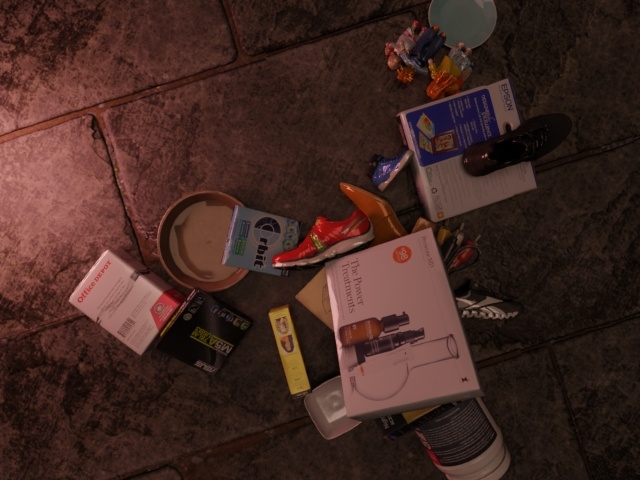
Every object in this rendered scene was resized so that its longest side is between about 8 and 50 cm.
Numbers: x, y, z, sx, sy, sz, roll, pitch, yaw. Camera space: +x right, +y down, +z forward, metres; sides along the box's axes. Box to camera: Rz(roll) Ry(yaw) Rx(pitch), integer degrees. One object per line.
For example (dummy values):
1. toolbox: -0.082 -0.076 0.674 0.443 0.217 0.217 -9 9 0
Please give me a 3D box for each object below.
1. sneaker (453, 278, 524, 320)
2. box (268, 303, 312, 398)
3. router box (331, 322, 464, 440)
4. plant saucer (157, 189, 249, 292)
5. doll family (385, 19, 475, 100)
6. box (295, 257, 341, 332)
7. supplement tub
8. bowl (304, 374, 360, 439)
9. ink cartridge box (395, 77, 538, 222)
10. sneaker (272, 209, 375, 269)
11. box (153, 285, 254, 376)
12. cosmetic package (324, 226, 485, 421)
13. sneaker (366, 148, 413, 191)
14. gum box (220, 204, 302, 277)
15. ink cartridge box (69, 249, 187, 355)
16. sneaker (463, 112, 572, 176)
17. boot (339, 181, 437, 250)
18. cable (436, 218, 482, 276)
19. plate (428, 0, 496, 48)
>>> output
1. sneaker: 0.428 0.157 1.197 0.234 0.078 0.106 0 92 2
2. box: -0.080 0.293 1.194 0.058 0.087 0.233 -16 88 -2
3. router box: 0.195 0.275 1.078 0.242 0.081 0.309 -34 53 8
4. plant saucer: -0.303 0.002 1.219 0.277 0.041 0.278 0 90 1
5. doll family: 0.289 -0.469 1.183 0.262 0.118 0.163 36 90 0
6. box: 0.058 0.163 1.226 0.201 0.021 0.164 43 90 0
7. supplement tub: 0.335 0.460 1.137 0.191 0.191 0.272 -31 89 0
8. bowl: 0.040 0.442 1.207 0.142 0.053 0.142 -30 90 1
9. ink cartridge box: 0.388 -0.234 1.189 0.306 0.072 0.304 -18 97 -6
10. sneaker: 0.000 0.000 1.156 0.278 0.107 0.119 -20 79 5
11. box: -0.303 0.242 1.175 0.190 0.045 0.184 38 87 -29
12. cosmetic package: 0.175 0.188 1.025 0.284 0.097 0.378 -19 58 16
13. sneaker: 0.175 -0.204 1.178 0.084 0.152 0.058 45 52 5
14. gum box: -0.154 0.005 1.182 0.184 0.041 0.157 14 89 -26
15. ink cartridge box: -0.503 0.159 1.187 0.237 0.100 0.172 37 90 -1
16. sneaker: 0.506 -0.236 1.103 0.286 0.130 0.109 -26 96 -4
17. boot: 0.142 -0.010 1.193 0.294 0.104 0.211 29 103 12
18. cable: 0.329 0.087 1.203 0.139 0.072 0.288 32 98 25
19. plate: 0.389 -0.615 1.232 0.187 0.024 0.189 0 89 -1
